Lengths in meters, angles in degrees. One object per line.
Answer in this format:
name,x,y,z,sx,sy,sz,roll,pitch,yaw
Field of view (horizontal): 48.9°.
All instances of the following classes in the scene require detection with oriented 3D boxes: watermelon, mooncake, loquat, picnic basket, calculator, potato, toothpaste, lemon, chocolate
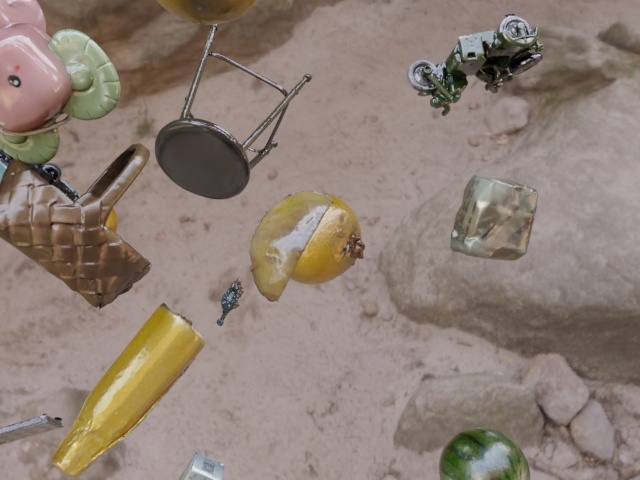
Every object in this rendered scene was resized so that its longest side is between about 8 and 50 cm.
watermelon,0.355,0.496,1.488,0.188,0.188,0.214,-38,25,-24
mooncake,0.263,-0.032,1.062,0.129,0.125,0.073,9,15,-29
loquat,0.000,0.000,2.061,0.274,0.275,0.275,-2,51,2
picnic basket,-0.453,-0.072,1.405,0.337,0.337,0.293,-28,16,-18
calculator,-0.678,0.411,1.451,0.261,0.161,0.021,-16,75,-12
potato,-0.069,-0.017,1.413,0.120,0.100,0.261,30,72,-4
toothpaste,-0.340,0.652,1.686,0.081,0.337,0.067,28,23,-10
lemon,-0.280,-0.664,1.693,0.297,0.297,0.297,-2,51,2
chocolate,-0.465,0.365,1.694,0.162,0.162,0.445,29,69,25

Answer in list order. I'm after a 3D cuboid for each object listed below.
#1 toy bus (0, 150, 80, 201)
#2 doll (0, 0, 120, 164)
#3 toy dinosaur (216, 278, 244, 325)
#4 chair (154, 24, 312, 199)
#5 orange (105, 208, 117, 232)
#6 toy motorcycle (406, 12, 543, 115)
toy bus,-0.689,-0.127,1.553,0.164,0.271,0.133,-36,23,19
doll,-0.509,-0.293,1.240,0.284,0.268,0.216,-30,20,19
toy dinosaur,-0.238,0.161,1.846,0.049,0.154,0.055,27,23,4
chair,-0.305,-0.367,2.241,0.364,0.362,0.410,27,49,-7
orange,-0.581,-0.037,1.749,0.156,0.156,0.134,-8,94,-2
toy motorcycle,0.339,-0.381,1.523,0.275,0.205,0.127,-16,80,-14
